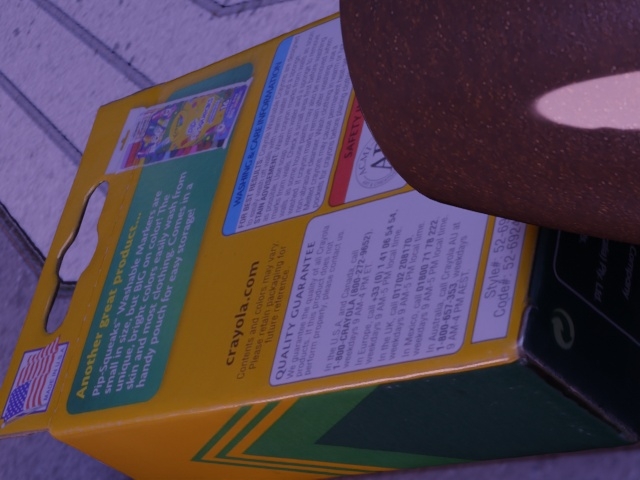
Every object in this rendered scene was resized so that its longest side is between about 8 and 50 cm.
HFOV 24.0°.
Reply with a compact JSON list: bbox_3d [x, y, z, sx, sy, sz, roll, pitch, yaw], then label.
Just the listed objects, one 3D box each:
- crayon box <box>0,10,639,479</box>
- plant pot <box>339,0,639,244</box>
[{"bbox_3d":[0.000,0.000,0.677,0.323,0.083,0.203,-14,51,42],"label":"crayon box"},{"bbox_3d":[0.129,-0.079,0.443,0.230,0.215,0.215,-10,54,33],"label":"plant pot"}]
